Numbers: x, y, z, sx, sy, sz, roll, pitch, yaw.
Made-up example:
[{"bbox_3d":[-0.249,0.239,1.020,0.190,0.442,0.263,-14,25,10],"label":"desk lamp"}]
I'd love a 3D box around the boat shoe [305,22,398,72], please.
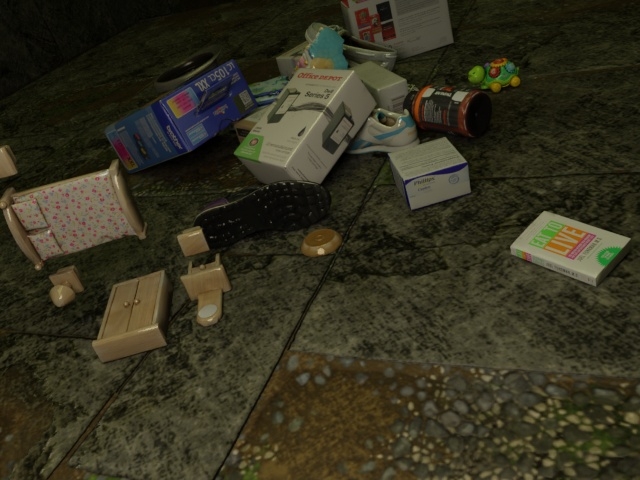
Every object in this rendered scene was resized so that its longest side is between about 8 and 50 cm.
[{"bbox_3d":[0.091,-0.576,1.811,0.320,0.103,0.118,38,44,25],"label":"boat shoe"}]

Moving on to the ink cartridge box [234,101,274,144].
[{"bbox_3d":[-0.074,-0.305,1.593,0.234,0.088,0.193,-36,35,-29],"label":"ink cartridge box"}]

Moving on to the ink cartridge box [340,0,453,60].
[{"bbox_3d":[0.233,-0.715,1.907,0.309,0.272,0.130,-17,32,-1],"label":"ink cartridge box"}]

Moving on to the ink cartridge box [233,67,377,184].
[{"bbox_3d":[-0.033,-0.251,1.375,0.198,0.115,0.273,20,70,46],"label":"ink cartridge box"}]

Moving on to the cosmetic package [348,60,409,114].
[{"bbox_3d":[0.147,-0.372,1.563,0.085,0.117,0.231,-22,31,-10],"label":"cosmetic package"}]

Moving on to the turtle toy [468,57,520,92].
[{"bbox_3d":[0.438,-0.420,1.543,0.130,0.066,0.095,-16,31,2],"label":"turtle toy"}]

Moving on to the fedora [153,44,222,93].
[{"bbox_3d":[-0.436,-0.555,2.121,0.275,0.124,0.243,-37,33,-14],"label":"fedora"}]

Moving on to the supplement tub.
[{"bbox_3d":[0.281,-0.298,1.391,0.106,0.106,0.197,-36,36,-28],"label":"supplement tub"}]

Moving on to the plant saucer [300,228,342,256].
[{"bbox_3d":[0.000,0.000,1.150,0.083,0.015,0.083,-12,32,8],"label":"plant saucer"}]

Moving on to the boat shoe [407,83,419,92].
[{"bbox_3d":[0.229,-0.371,1.571,0.066,0.063,0.184,-23,32,-10],"label":"boat shoe"}]

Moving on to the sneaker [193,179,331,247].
[{"bbox_3d":[-0.118,-0.080,1.253,0.283,0.107,0.124,-12,26,8],"label":"sneaker"}]

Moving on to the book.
[{"bbox_3d":[0.381,0.012,0.936,0.096,0.035,0.144,-38,38,-23],"label":"book"}]

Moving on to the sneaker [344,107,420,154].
[{"bbox_3d":[0.118,-0.257,1.421,0.228,0.092,0.087,3,38,31],"label":"sneaker"}]

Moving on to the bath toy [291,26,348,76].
[{"bbox_3d":[-0.005,-0.476,1.721,0.151,0.129,0.348,-54,10,-1],"label":"bath toy"}]

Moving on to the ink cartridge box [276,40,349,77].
[{"bbox_3d":[-0.016,-0.581,1.990,0.154,0.093,0.212,-38,35,-29],"label":"ink cartridge box"}]

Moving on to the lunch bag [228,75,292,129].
[{"bbox_3d":[-0.173,-0.402,1.794,0.218,0.090,0.176,-9,35,15],"label":"lunch bag"}]

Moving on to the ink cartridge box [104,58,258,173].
[{"bbox_3d":[-0.357,-0.332,1.623,0.395,0.151,0.270,-5,31,46],"label":"ink cartridge box"}]

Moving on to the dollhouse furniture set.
[{"bbox_3d":[-0.344,0.000,0.993,0.303,0.356,0.174,-16,32,1],"label":"dollhouse furniture set"}]

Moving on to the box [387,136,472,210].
[{"bbox_3d":[0.212,-0.133,1.200,0.126,0.072,0.137,-16,31,1],"label":"box"}]
